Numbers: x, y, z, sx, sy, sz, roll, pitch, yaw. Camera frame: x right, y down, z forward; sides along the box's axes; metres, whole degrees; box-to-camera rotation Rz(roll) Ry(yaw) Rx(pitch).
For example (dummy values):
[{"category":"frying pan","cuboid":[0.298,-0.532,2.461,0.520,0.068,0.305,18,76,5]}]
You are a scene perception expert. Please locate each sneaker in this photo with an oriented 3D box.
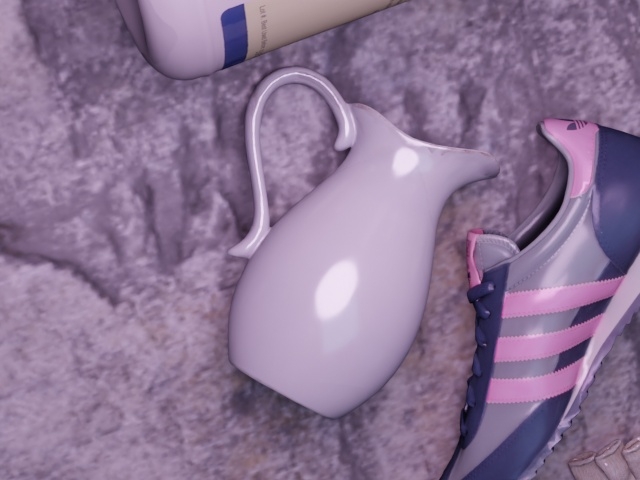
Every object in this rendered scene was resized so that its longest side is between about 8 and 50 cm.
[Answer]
[{"category":"sneaker","cuboid":[0.143,0.059,1.042,0.131,0.112,0.319,29,95,-5]}]

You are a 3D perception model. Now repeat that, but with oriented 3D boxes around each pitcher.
[{"category":"pitcher","cuboid":[0.000,0.000,0.973,0.177,0.125,0.207,28,87,-1]}]

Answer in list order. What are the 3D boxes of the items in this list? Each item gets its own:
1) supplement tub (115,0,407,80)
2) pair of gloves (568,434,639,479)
[{"category":"supplement tub","cuboid":[0.018,-0.250,0.827,0.324,0.235,0.235,-21,111,-9]},{"category":"pair of gloves","cuboid":[0.207,0.269,1.145,0.240,0.042,0.204,-23,111,-7]}]
